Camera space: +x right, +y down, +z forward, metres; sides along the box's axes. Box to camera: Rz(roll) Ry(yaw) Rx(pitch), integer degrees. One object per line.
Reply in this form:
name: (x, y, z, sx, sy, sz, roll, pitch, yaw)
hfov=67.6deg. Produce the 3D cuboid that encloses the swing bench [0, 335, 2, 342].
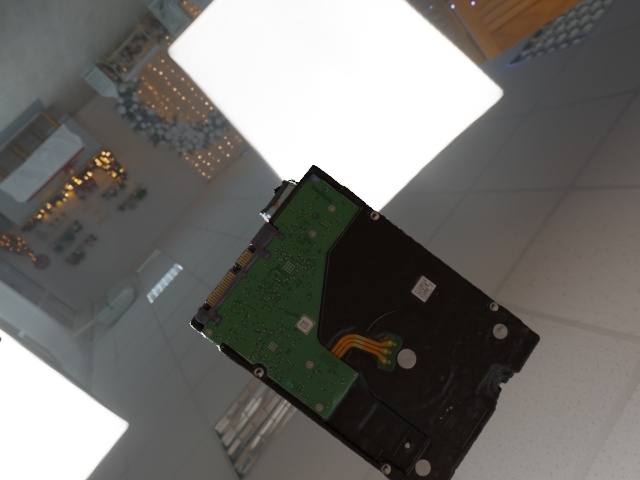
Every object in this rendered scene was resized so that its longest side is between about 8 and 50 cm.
swing bench: (-0.511, 0.172, 0.479, 0.254, 0.165, 0.254, 7, -112, 34)

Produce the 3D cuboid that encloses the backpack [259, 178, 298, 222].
backpack: (0.000, 0.000, 0.809, 0.188, 0.166, 0.145, 28, -96, 31)

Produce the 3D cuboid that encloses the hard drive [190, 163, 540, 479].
hard drive: (0.053, 0.105, 0.563, 0.237, 0.338, 0.064, -54, -179, -9)
